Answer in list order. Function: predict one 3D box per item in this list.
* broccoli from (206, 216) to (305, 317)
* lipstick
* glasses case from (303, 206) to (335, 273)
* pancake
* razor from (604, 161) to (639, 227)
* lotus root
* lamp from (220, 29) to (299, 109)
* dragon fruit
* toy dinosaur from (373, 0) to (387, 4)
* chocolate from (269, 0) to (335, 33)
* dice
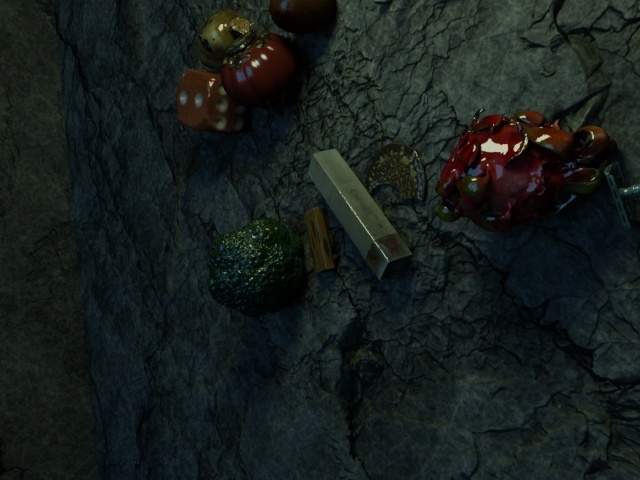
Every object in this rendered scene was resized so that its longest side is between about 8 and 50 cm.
[{"bbox_3d":[-0.180,0.069,1.936,0.297,0.297,0.297,-112,35,-67],"label":"broccoli"},{"bbox_3d":[0.089,-0.072,1.714,0.371,0.076,0.080,57,149,28],"label":"lipstick"},{"bbox_3d":[0.000,0.000,1.857,0.064,0.041,0.170,-29,71,57],"label":"glasses case"},{"bbox_3d":[0.182,-0.145,1.662,0.190,0.020,0.184,56,129,31],"label":"pancake"},{"bbox_3d":[0.607,-0.099,1.155,0.232,0.068,0.106,-14,110,36],"label":"razor"},{"bbox_3d":[-0.292,-0.599,2.064,0.257,0.154,0.140,-25,95,53],"label":"lotus root"},{"bbox_3d":[-0.162,-0.461,1.899,0.227,0.227,0.227,3,95,48],"label":"lamp"},{"bbox_3d":[0.366,-0.133,1.298,0.307,0.243,0.227,-46,21,44],"label":"dragon fruit"},{"bbox_3d":[0.189,-0.633,1.583,0.393,0.092,0.205,40,116,42],"label":"toy dinosaur"},{"bbox_3d":[-0.051,-0.601,1.780,0.177,0.177,0.177,3,95,48],"label":"chocolate"},{"bbox_3d":[-0.321,-0.417,2.094,0.179,0.174,0.175,28,111,45],"label":"dice"}]
